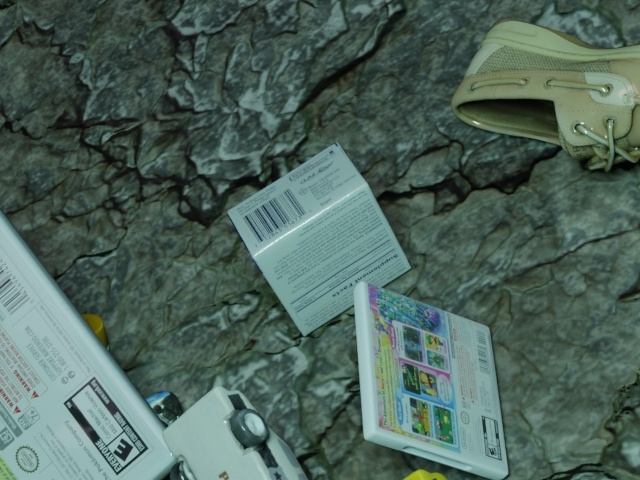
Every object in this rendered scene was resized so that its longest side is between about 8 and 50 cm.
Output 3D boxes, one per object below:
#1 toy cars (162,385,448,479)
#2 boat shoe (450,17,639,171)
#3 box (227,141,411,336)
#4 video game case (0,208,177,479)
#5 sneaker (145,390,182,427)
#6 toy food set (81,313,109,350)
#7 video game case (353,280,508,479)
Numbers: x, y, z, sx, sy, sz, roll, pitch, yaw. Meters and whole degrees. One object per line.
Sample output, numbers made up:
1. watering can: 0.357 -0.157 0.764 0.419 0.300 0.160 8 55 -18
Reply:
1. toy cars: 0.033 0.247 1.377 0.393 0.087 0.177 19 103 33
2. boat shoe: 0.271 -0.114 1.544 0.341 0.122 0.110 20 69 45
3. box: 0.000 0.000 1.553 0.126 0.137 0.072 -32 47 -2
4. video game case: -0.332 0.169 1.528 0.300 0.036 0.329 -41 73 3
5. sneaker: -0.207 0.185 1.555 0.162 0.063 0.073 -32 45 -3
6. toy food set: -0.320 0.149 1.631 0.232 0.105 0.111 -8 34 -4
7. video game case: 0.094 0.121 1.431 0.019 0.143 0.157 -44 36 40
